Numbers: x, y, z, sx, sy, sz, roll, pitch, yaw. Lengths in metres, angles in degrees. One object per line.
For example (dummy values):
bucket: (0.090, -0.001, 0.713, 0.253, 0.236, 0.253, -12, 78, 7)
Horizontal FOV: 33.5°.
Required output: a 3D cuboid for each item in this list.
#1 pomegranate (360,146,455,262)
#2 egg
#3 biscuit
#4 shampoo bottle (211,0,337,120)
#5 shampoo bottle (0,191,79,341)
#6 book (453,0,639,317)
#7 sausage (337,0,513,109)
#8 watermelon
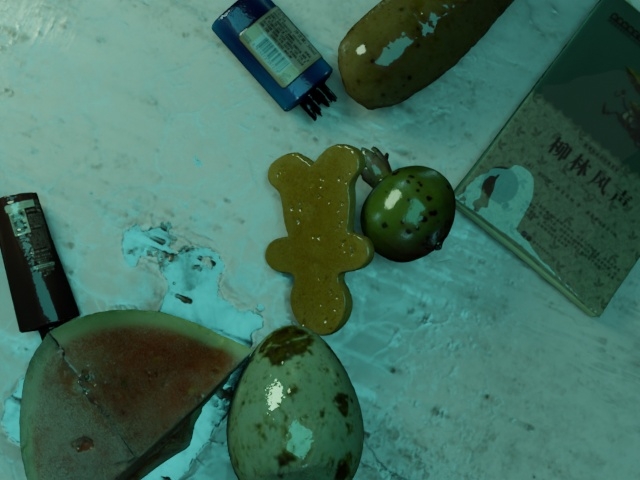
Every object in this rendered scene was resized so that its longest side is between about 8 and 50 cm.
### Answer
pomegranate: (0.098, -0.042, 1.371, 0.159, 0.129, 0.129, 33, 80, 39)
egg: (-0.032, 0.218, 1.304, 0.169, 0.169, 0.231, -2, 77, -8)
biscuit: (0.001, 0.000, 1.350, 0.158, 0.035, 0.240, 0, 92, 35)
shampoo bottle: (-0.052, -0.237, 1.389, 0.087, 0.050, 0.183, -42, 92, -11)
shampoo bottle: (-0.346, 0.058, 1.321, 0.068, 0.067, 0.236, -16, 90, 3)
book: (0.384, -0.121, 1.455, 0.264, 0.031, 0.379, 38, 82, -5)
sausage: (0.210, -0.363, 1.402, 0.136, 0.123, 0.501, 37, 81, 25)
watermelon: (-0.225, 0.202, 1.275, 0.260, 0.176, 0.256, -33, 125, -42)
